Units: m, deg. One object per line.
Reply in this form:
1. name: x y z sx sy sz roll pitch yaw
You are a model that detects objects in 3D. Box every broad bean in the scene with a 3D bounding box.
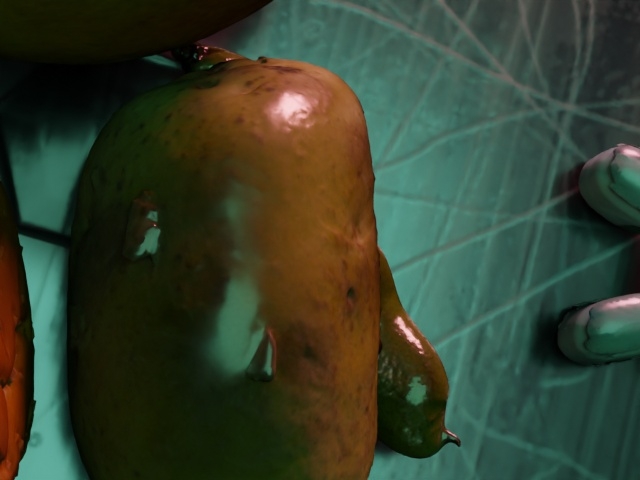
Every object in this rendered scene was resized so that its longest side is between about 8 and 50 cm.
1. broad bean: 0.001 0.000 0.817 0.053 0.052 0.256 -26 85 -56

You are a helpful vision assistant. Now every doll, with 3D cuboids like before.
1. doll: 0.217 0.007 0.865 0.158 0.059 0.159 18 77 -9

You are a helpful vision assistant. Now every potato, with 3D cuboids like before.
1. potato: -0.051 0.041 0.743 0.160 0.111 0.271 1 90 4

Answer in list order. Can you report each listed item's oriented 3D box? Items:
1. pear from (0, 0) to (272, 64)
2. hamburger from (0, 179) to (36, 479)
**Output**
1. pear: -0.128 -0.217 0.718 0.321 0.269 0.269 11 79 -31
2. hamburger: -0.215 0.033 0.669 0.163 0.244 0.244 -2 83 -4
